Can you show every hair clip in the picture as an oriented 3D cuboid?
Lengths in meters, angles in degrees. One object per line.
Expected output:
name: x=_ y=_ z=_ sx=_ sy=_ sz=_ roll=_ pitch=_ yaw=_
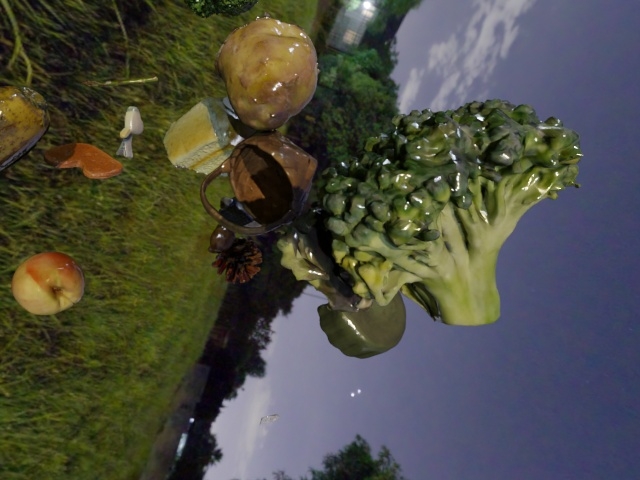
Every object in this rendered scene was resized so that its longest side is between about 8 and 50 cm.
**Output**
hair clip: x=-0.825 y=-0.467 z=1.811 sx=0.159 sy=0.071 sz=0.219 roll=-92 pitch=-163 yaw=-80

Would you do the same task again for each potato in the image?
potato: x=-0.118 y=-0.441 z=1.165 sx=0.289 sy=0.300 sz=0.237 roll=-60 pitch=-142 yaw=26

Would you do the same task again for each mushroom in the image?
mushroom: x=-0.387 y=-0.010 z=1.645 sx=0.127 sy=0.087 sz=0.127 roll=-52 pitch=160 yaw=-27

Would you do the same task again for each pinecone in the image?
pinecone: x=-0.363 y=0.085 z=1.814 sx=0.202 sy=0.228 sz=0.202 roll=20 pitch=55 yaw=-62

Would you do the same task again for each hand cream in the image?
hand cream: x=-0.189 y=0.658 z=1.552 sx=0.019 sy=0.093 sz=0.030 roll=21 pitch=-84 yaw=42

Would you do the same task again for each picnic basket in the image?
picnic basket: x=-0.201 y=-0.144 z=1.284 sx=0.337 sy=0.293 sz=0.337 roll=-48 pitch=168 yaw=-14

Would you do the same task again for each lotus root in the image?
lotus root: x=-0.842 y=-0.239 z=1.009 sx=0.397 sy=0.179 sz=0.196 roll=-34 pitch=-172 yaw=1

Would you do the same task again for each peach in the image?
peach: x=-0.771 y=0.118 z=1.198 sx=0.184 sy=0.184 sz=0.184 roll=-162 pitch=-90 yaw=-79

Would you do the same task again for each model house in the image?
model house: x=-0.341 y=-0.209 z=1.933 sx=0.243 sy=0.284 sz=0.299 roll=-16 pitch=-101 yaw=43

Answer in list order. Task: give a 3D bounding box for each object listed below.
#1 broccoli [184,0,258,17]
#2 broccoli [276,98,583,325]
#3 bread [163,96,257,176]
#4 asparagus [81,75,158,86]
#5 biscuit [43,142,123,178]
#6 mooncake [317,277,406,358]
broccoli: x=-0.246 y=-0.787 z=1.101 sx=0.414 sy=0.321 sz=0.310 roll=-60 pitch=169 yaw=31
broccoli: x=0.116 y=-0.041 z=0.506 sx=0.334 sy=0.323 sz=0.272 roll=171 pitch=-74 yaw=-70
bread: x=-0.356 y=-0.401 z=1.578 sx=0.264 sy=0.395 sz=0.239 roll=-41 pitch=-114 yaw=40
asparagus: x=-0.699 y=-0.557 z=1.477 sx=0.024 sy=0.248 sz=0.025 roll=99 pitch=-29 yaw=-45
biscuit: x=-0.787 y=-0.256 z=1.398 sx=0.036 sy=0.192 sz=0.186 roll=-62 pitch=174 yaw=32
mooncake: x=0.162 y=0.275 z=1.621 sx=0.187 sy=0.351 sz=0.351 roll=-38 pitch=-148 yaw=44
